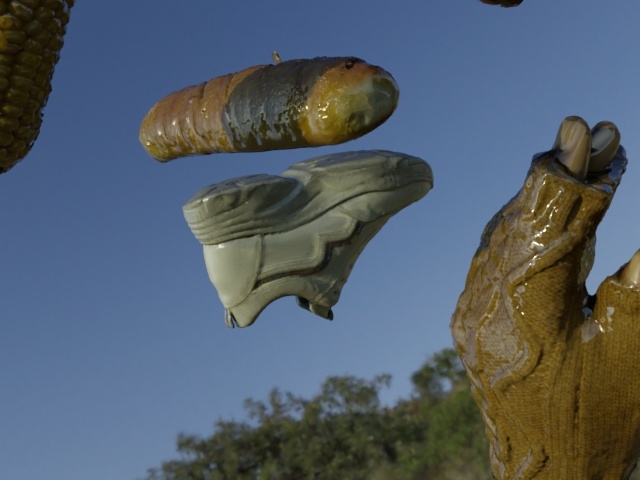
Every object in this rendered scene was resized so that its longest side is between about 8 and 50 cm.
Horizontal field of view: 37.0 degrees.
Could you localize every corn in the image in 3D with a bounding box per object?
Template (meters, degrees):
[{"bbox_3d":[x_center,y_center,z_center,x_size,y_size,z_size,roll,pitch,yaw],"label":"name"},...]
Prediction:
[{"bbox_3d":[-0.182,-0.170,0.557,0.106,0.106,0.292,4,-74,-53],"label":"corn"}]

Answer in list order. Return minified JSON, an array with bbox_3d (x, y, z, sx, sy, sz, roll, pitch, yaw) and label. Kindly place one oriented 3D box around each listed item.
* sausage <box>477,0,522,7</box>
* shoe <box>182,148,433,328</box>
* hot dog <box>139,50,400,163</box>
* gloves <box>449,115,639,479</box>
[{"bbox_3d":[0.154,-0.356,1.017,0.087,0.079,0.326,-11,-31,17],"label":"sausage"},{"bbox_3d":[0.000,0.000,1.264,0.342,0.210,0.132,-15,13,-20],"label":"shoe"},{"bbox_3d":[-0.055,-0.099,0.743,0.286,0.061,0.088,-4,36,48],"label":"hot dog"},{"bbox_3d":[0.199,0.071,0.800,0.156,0.203,0.356,-6,-69,-21],"label":"gloves"}]
